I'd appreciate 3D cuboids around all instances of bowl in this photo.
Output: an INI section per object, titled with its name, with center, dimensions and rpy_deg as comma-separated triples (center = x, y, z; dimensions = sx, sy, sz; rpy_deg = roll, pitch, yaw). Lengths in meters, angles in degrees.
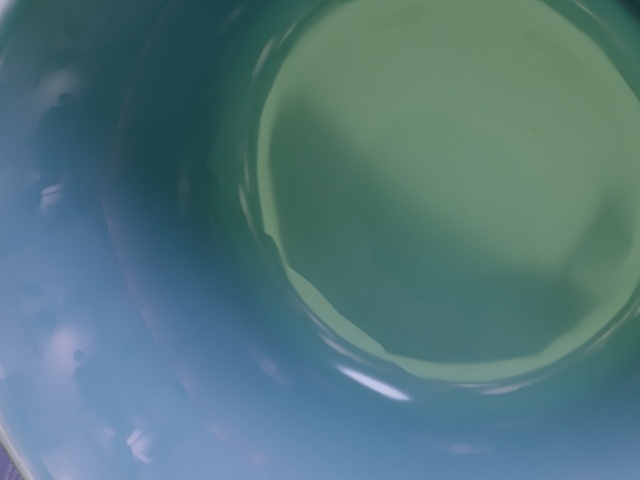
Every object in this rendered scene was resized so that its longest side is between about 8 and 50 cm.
[bowl]
center = 0.034, -0.006, 0.651
dimensions = 0.311, 0.163, 0.312
rpy_deg = 6, 108, 19

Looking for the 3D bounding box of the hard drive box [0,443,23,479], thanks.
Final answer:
[hard drive box]
center = -0.147, 0.188, 0.959
dimensions = 0.232, 0.089, 0.181
rpy_deg = 21, 125, -8
